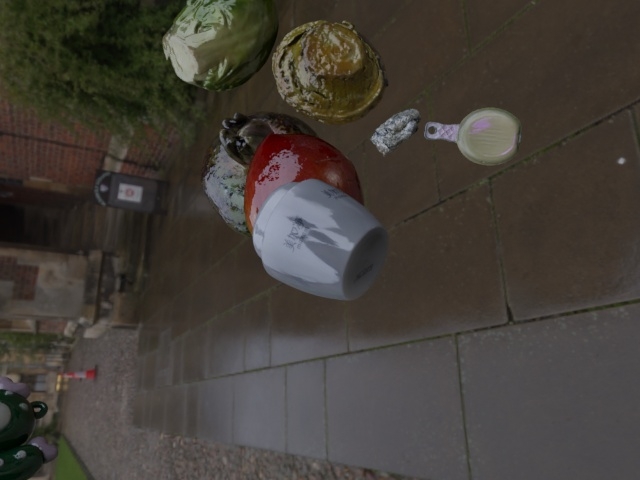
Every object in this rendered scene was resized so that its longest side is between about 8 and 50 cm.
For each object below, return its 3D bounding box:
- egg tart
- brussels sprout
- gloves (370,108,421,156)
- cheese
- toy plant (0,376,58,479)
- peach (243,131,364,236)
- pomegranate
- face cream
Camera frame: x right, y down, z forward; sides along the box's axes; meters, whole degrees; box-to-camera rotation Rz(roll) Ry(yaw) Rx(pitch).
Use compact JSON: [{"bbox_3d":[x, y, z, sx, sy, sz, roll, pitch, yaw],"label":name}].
[{"bbox_3d":[0.023,-0.348,1.022,0.106,0.240,0.241,113,158,-70],"label":"egg tart"},{"bbox_3d":[-0.142,-0.301,0.764,0.161,0.180,0.144,28,150,52],"label":"brussels sprout"},{"bbox_3d":[0.213,-0.308,1.430,0.153,0.070,0.114,-35,21,8],"label":"gloves"},{"bbox_3d":[0.369,-0.257,1.250,0.064,0.227,0.137,-43,-40,-79],"label":"cheese"},{"bbox_3d":[-0.573,0.315,0.851,0.232,0.243,0.113,48,121,46],"label":"toy plant"},{"bbox_3d":[-0.028,-0.066,0.754,0.197,0.197,0.198,-27,59,58],"label":"peach"},{"bbox_3d":[-0.124,-0.154,1.048,0.341,0.284,0.285,67,-160,-70],"label":"pomegranate"},{"bbox_3d":[0.000,0.000,0.421,0.095,0.091,0.091,26,108,31],"label":"face cream"}]
